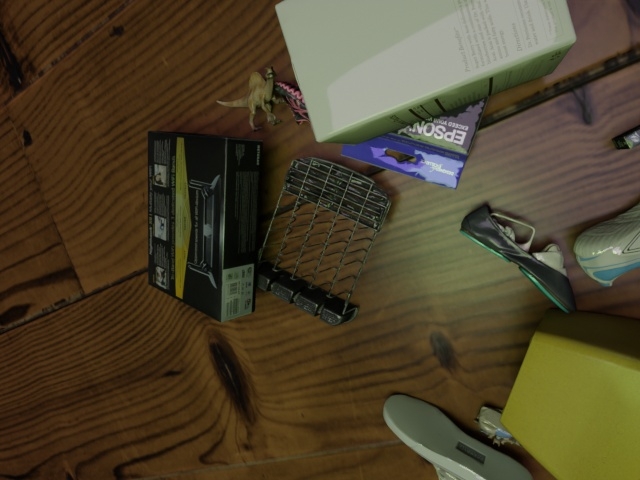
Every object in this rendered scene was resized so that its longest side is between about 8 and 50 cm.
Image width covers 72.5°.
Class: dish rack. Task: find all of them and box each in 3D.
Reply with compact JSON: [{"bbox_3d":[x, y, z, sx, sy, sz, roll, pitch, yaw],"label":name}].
[{"bbox_3d":[0.000,0.000,0.760,0.208,0.074,0.272,25,107,15],"label":"dish rack"}]

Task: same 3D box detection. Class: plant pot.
[{"bbox_3d":[0.367,0.207,0.583,0.187,0.212,0.212,22,108,30],"label":"plant pot"}]

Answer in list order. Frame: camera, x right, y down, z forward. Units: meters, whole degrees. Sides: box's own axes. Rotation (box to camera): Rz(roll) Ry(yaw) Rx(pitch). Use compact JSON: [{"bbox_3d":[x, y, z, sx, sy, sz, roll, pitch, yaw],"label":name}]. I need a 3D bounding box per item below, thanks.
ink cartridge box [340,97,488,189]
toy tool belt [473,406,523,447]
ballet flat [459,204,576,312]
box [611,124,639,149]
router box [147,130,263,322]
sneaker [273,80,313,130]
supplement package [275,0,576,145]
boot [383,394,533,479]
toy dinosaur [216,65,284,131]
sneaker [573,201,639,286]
[{"bbox_3d":[0.144,-0.204,0.674,0.206,0.045,0.208,20,108,17],"label":"ink cartridge box"},{"bbox_3d":[0.296,0.308,0.713,0.083,0.052,0.051,23,146,21],"label":"toy tool belt"},{"bbox_3d":[0.303,0.018,0.639,0.203,0.074,0.074,41,112,14],"label":"ballet flat"},{"bbox_3d":[0.427,-0.145,0.556,0.083,0.067,0.018,-29,88,25],"label":"box"},{"bbox_3d":[-0.220,-0.037,0.798,0.242,0.081,0.309,16,107,38],"label":"router box"},{"bbox_3d":[-0.038,-0.229,0.747,0.119,0.047,0.057,36,123,14],"label":"sneaker"},{"bbox_3d":[0.125,-0.253,0.551,0.292,0.175,0.178,-16,94,22],"label":"supplement package"},{"bbox_3d":[0.210,0.377,0.734,0.258,0.095,0.123,28,125,28],"label":"boot"},{"bbox_3d":[-0.110,-0.244,0.767,0.183,0.053,0.093,-8,104,52],"label":"toy dinosaur"},{"bbox_3d":[0.457,-0.022,0.569,0.237,0.085,0.086,-33,113,21],"label":"sneaker"}]
